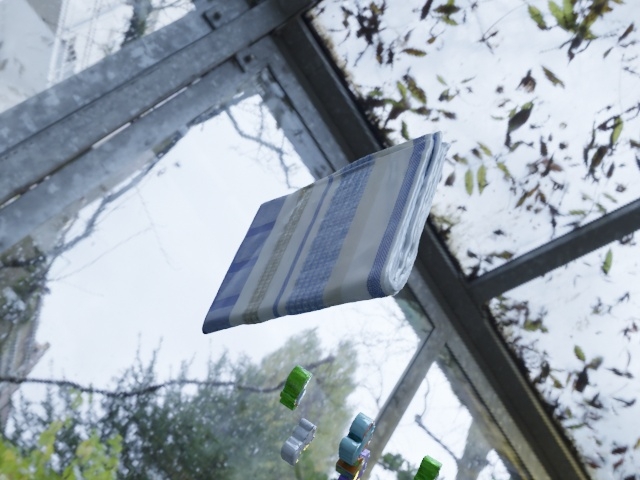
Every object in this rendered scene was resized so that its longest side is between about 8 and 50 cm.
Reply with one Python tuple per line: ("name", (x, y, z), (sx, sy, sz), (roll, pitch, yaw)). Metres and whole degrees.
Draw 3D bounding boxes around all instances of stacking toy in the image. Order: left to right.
("stacking toy", (0.039, 0.220, 0.725), (0.167, 0.052, 0.221), (29, -32, 18))

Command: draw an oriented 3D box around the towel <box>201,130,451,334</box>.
("towel", (0.000, 0.000, 0.745), (0.285, 0.209, 0.034), (-18, -52, 43))
